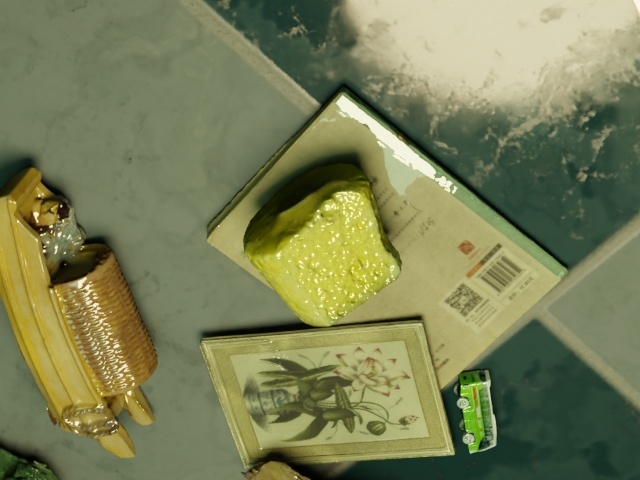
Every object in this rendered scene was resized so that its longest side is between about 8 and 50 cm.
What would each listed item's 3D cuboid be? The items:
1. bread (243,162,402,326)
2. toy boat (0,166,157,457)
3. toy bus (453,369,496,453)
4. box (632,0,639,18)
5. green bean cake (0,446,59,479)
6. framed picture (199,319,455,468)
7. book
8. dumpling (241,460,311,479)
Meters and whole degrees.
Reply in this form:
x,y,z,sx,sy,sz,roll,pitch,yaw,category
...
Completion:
x,y,z,sx,sy,sz,roll,pitch,yaw,category
0.000,0.000,1.354,0.129,0.111,0.114,-33,116,-4,bread
-0.234,0.074,1.470,0.115,0.089,0.310,-5,118,21,toy boat
0.155,0.170,1.499,0.037,0.031,0.083,-9,117,3,toy bus
0.308,-0.209,1.263,0.089,0.043,0.125,-23,112,20,box
-0.447,0.342,1.606,0.300,0.169,0.308,22,120,-1,green bean cake
0.009,0.156,1.507,0.231,0.010,0.173,-7,122,17,framed picture
0.062,0.012,1.431,0.282,0.025,0.215,39,116,-13,book
0.080,0.318,1.557,0.332,0.086,0.166,46,141,-18,dumpling
